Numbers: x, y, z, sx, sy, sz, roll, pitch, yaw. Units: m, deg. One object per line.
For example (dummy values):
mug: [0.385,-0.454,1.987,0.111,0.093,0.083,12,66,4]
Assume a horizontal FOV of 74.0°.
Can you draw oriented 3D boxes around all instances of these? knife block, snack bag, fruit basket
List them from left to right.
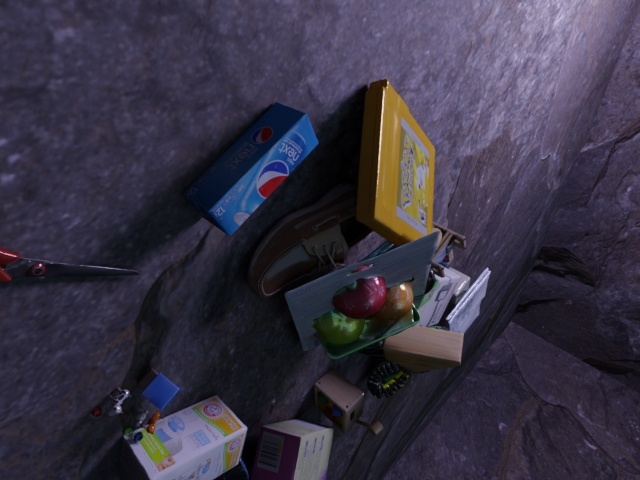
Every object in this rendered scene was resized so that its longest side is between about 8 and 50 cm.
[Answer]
fruit basket: [0.091,0.122,0.944,0.327,0.165,0.352,-22,143,-8]
knife block: [0.232,0.290,1.225,0.242,0.276,0.088,29,57,-18]
snack bag: [0.597,0.321,1.760,0.323,0.037,0.342,-42,143,-27]

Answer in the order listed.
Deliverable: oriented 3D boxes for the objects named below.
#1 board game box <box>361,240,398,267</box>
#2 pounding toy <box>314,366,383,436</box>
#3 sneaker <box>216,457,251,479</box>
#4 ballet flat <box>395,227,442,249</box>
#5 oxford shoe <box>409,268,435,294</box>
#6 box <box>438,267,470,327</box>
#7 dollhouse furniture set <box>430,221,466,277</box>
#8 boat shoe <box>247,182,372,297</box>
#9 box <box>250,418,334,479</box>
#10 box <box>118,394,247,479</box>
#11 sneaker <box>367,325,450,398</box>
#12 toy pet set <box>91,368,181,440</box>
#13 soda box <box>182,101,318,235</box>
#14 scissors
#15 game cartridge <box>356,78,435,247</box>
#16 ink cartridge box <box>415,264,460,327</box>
board game box: [0.179,0.061,1.192,0.186,0.026,0.126,-34,140,-32]
pounding toy: [0.079,0.517,1.262,0.094,0.206,0.180,-33,139,-33]
sneaker: [-0.216,0.619,1.089,0.083,0.087,0.221,-10,116,-9]
ballet flat: [0.257,0.023,1.172,0.232,0.080,0.073,-44,132,-23]
oxford shoe: [0.236,0.136,1.198,0.096,0.082,0.227,-19,166,-32]
box: [0.530,0.245,1.730,0.113,0.094,0.275,-43,143,-24]
dollhouse furniture set: [0.373,0.056,1.345,0.129,0.129,0.183,-50,146,-13]
boat shoe: [0.000,0.000,0.829,0.324,0.117,0.123,-41,143,-24]
box: [-0.074,0.603,1.125,0.243,0.118,0.213,38,60,-62]
box: [-0.260,0.404,0.816,0.203,0.114,0.103,-9,121,-47]
sneaker: [0.306,0.405,1.498,0.344,0.134,0.146,-35,-178,8]
toy pet set: [-0.289,0.284,0.713,0.114,0.065,0.122,-50,137,-22]
soda box: [-0.102,-0.112,0.649,0.210,0.071,0.067,-49,145,-14]
scissors: [-0.356,0.038,0.492,0.108,0.021,0.297,-59,148,-4]
game cartridge: [0.171,-0.135,0.892,0.324,0.053,0.284,25,67,-58]
ink cartridge box: [0.335,0.184,1.411,0.273,0.115,0.198,1,115,-53]
